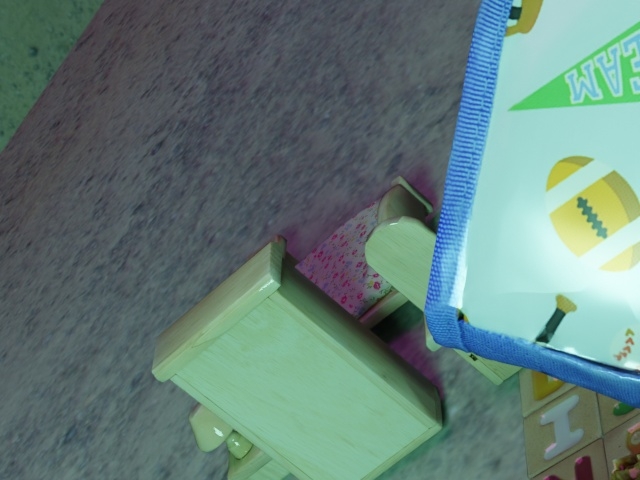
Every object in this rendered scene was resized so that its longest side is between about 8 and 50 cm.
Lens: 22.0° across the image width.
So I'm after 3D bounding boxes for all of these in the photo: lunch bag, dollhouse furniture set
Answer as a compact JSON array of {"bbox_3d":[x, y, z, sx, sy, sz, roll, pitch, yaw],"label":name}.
[{"bbox_3d":[0.252,-0.086,0.760,0.328,0.239,0.385,13,63,19],"label":"lunch bag"},{"bbox_3d":[0.000,0.000,1.240,0.303,0.174,0.355,-39,26,23],"label":"dollhouse furniture set"}]

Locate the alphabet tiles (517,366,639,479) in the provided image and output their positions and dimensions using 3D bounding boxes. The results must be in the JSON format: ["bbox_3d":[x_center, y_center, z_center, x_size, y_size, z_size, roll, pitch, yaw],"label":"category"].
[{"bbox_3d":[0.235,0.074,0.956,0.285,0.011,0.342,-36,26,25],"label":"alphabet tiles"}]

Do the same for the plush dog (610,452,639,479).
[{"bbox_3d":[0.161,0.191,0.696,0.210,0.262,0.225,39,97,33],"label":"plush dog"}]
